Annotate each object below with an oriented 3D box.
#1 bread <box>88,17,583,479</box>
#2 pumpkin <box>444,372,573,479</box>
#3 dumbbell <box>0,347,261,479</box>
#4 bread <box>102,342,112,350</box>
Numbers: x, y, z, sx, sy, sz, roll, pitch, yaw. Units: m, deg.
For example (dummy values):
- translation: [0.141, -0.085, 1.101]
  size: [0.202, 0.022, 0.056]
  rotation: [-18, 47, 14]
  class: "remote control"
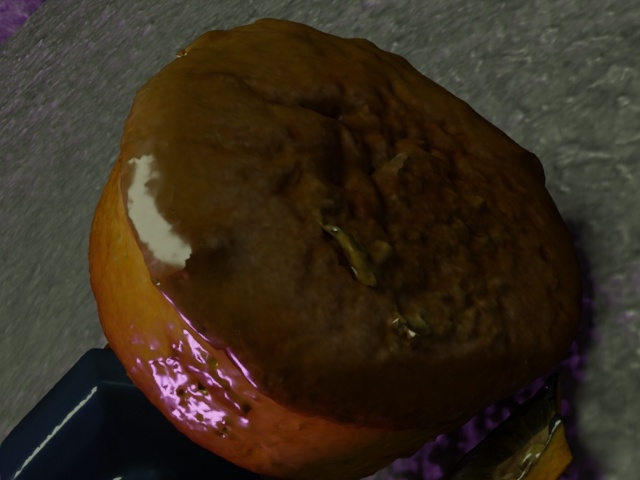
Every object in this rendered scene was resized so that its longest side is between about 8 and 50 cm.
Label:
- translation: [0.000, 0.000, 0.778]
  size: [0.146, 0.268, 0.268]
  rotation: [-48, 18, 42]
  class: "bread"
- translation: [0.089, 0.114, 0.716]
  size: [0.101, 0.035, 0.073]
  rotation: [-45, 9, 9]
  class: "pumpkin"
- translation: [-0.080, 0.178, 0.768]
  size: [0.160, 0.144, 0.325]
  rotation: [-48, 24, 5]
  class: "dumbbell"
- translation: [-0.115, 0.100, 1.053]
  size: [0.193, 0.064, 0.193]
  rotation: [-39, 19, 16]
  class: "bread"
